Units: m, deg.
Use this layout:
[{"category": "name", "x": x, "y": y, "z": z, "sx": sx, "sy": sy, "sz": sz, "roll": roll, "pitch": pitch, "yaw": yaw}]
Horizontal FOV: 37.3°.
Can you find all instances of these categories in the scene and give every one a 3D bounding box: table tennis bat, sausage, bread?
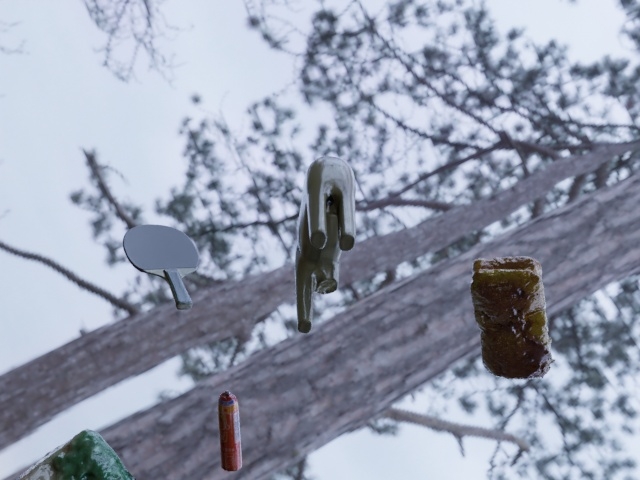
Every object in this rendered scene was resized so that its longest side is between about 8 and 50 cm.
[{"category": "table tennis bat", "x": -0.313, "y": 0.048, "z": 1.927, "sx": 0.274, "sy": 0.154, "sz": 0.021, "roll": 57, "pitch": -40, "yaw": 46}, {"category": "sausage", "x": -0.139, "y": 0.287, "z": 1.446, "sx": 0.034, "sy": 0.034, "sz": 0.129, "roll": 24, "pitch": -60, "yaw": 57}, {"category": "bread", "x": 0.349, "y": 0.144, "z": 1.705, "sx": 0.139, "sy": 0.077, "sz": 0.271, "roll": 0, "pitch": -50, "yaw": 17}]

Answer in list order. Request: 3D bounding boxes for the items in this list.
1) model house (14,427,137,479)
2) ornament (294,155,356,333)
[{"category": "model house", "x": -0.403, "y": 0.498, "z": 1.434, "sx": 0.312, "sy": 0.280, "sz": 0.245, "roll": 56, "pitch": -40, "yaw": -3}, {"category": "ornament", "x": 0.000, "y": 0.000, "z": 1.182, "sx": 0.245, "sy": 0.061, "sz": 0.230, "roll": -90, "pitch": -173, "yaw": -51}]
